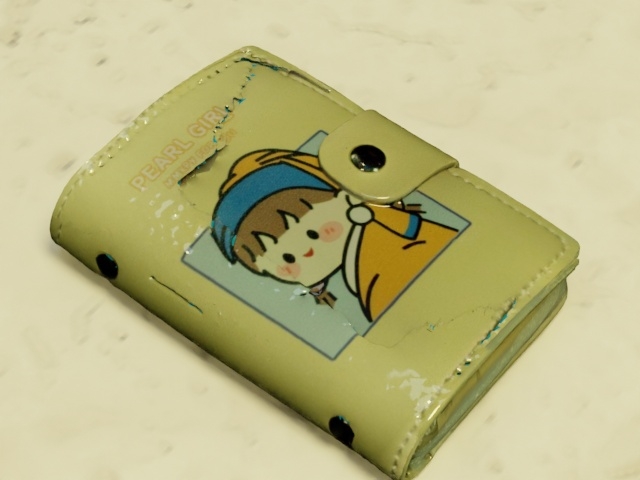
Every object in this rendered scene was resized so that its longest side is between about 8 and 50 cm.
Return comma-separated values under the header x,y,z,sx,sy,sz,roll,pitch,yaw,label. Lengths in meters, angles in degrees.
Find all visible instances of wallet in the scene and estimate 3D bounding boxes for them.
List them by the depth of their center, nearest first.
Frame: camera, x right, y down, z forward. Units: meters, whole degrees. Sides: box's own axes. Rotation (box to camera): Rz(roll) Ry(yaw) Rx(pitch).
x,y,z,sx,sy,sz,roll,pitch,yaw,label
0.000,0.000,0.664,0.155,0.039,0.110,33,58,21,wallet
